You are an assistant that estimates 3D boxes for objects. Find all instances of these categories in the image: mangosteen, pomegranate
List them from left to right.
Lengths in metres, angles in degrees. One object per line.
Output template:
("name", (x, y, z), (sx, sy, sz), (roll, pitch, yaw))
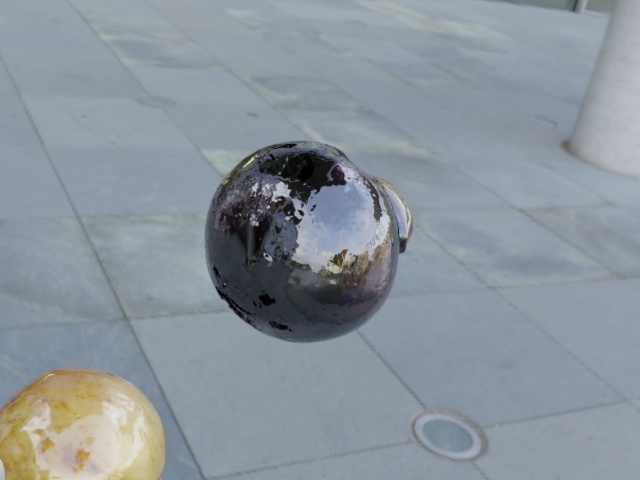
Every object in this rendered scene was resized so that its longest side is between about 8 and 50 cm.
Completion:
("pomegranate", (-0.470, 0.454, 1.632), (0.410, 0.410, 0.410), (10, 24, -5))
("mangosteen", (0.000, 0.000, 0.857), (0.211, 0.211, 0.250), (27, 17, 30))

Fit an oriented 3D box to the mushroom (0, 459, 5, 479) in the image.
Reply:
("mushroom", (-0.548, 0.452, 1.218), (0.108, 0.096, 0.247), (17, 60, -31))
